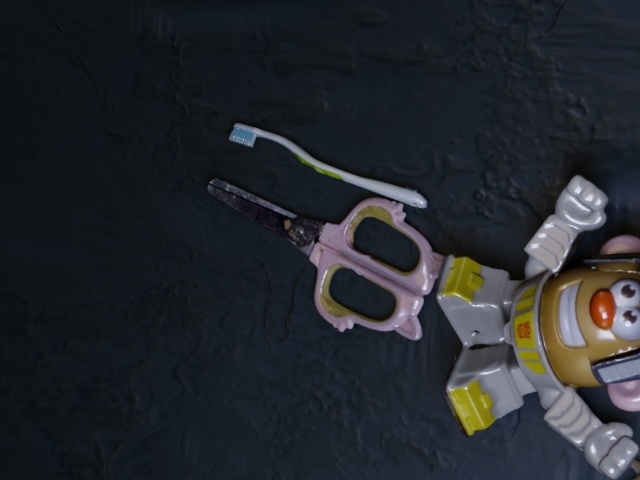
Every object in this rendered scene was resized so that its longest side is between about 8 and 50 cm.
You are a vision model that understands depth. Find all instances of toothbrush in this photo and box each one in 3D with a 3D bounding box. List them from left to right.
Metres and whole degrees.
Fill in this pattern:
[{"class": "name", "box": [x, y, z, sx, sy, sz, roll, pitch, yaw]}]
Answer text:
[{"class": "toothbrush", "box": [0.009, -0.087, 1.973, 0.263, 0.022, 0.026, 20, 78, 25]}]

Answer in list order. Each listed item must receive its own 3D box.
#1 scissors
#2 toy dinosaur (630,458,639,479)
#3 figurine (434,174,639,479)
[{"class": "scissors", "box": [0.000, 0.000, 1.965, 0.318, 0.024, 0.160, 28, 97, 23]}, {"class": "toy dinosaur", "box": [0.384, 0.284, 1.748, 0.251, 0.072, 0.199, 27, 101, 18]}, {"class": "figurine", "box": [0.267, 0.086, 1.774, 0.309, 0.143, 0.308, 5, 102, 22]}]
